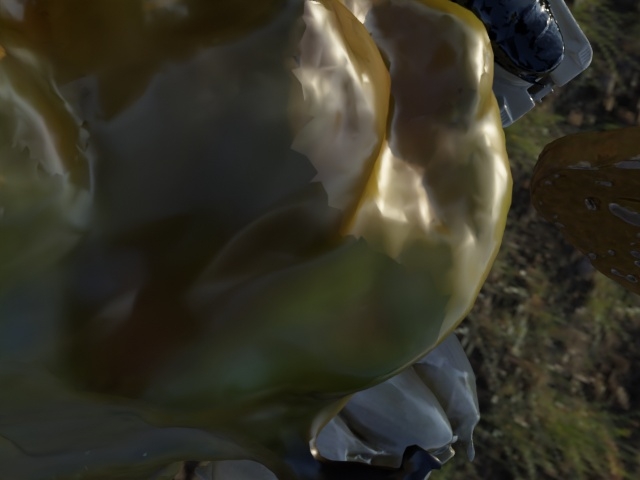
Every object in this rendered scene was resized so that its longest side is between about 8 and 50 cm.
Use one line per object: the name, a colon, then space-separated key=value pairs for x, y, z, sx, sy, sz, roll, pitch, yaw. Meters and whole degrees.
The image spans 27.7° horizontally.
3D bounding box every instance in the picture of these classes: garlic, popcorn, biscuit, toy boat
garlic: x=0.038 y=0.137 z=1.114 sx=0.281 sy=0.203 sz=0.185 roll=-21 pitch=130 yaw=-64
popcorn: x=-0.086 y=-0.031 z=0.455 sx=0.297 sy=0.281 sz=0.316 roll=-14 pitch=145 yaw=4
biscuit: x=0.364 y=-0.023 z=1.097 sx=0.351 sy=0.312 sz=0.057 roll=24 pitch=58 yaw=-10
toy boat: x=0.157 y=-0.242 z=1.234 sx=0.141 sy=0.141 sz=0.269 roll=-44 pitch=122 yaw=-19
